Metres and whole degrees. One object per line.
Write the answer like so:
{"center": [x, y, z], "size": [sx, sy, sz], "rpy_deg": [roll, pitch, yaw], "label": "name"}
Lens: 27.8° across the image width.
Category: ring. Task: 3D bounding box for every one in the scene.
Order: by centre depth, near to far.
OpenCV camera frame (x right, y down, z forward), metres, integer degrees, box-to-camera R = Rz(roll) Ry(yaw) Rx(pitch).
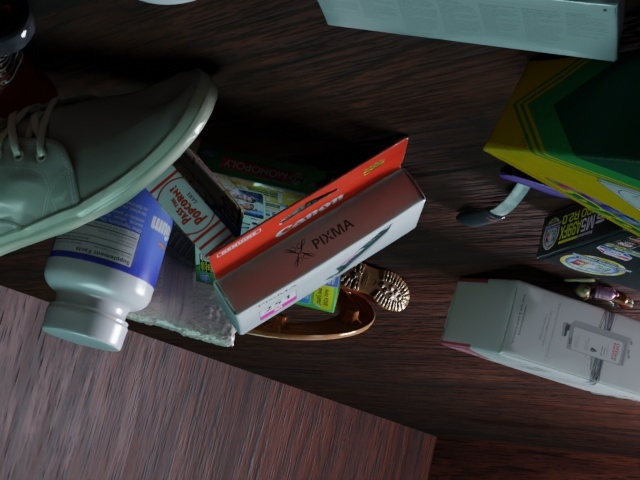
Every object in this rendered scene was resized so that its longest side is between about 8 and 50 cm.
{"center": [-0.075, 0.091, 2.125], "size": [0.337, 0.032, 0.336], "rpy_deg": [9, -165, -2], "label": "ring"}

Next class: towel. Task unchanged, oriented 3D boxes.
{"center": [-0.210, 0.049, 1.992], "size": [0.187, 0.282, 0.049], "rpy_deg": [17, 121, -12], "label": "towel"}

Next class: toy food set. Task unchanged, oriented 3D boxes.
{"center": [0.418, 0.084, 1.912], "size": [0.122, 0.019, 0.078], "rpy_deg": [23, 163, -34], "label": "toy food set"}

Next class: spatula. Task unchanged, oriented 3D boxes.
{"center": [0.224, -0.045, 1.570], "size": [0.084, 0.030, 0.296], "rpy_deg": [18, 166, -12], "label": "spatula"}

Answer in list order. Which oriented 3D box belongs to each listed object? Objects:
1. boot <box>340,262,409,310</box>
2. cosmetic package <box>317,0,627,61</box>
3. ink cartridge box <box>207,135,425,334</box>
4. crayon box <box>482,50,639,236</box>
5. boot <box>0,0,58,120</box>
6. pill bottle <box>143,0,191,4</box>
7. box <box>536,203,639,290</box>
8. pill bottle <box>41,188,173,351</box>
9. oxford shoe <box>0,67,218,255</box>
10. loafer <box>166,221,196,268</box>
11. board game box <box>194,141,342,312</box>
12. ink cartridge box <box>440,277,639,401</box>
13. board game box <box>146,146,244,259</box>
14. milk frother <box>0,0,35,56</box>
{"center": [0.073, 0.069, 2.138], "size": [0.158, 0.059, 0.085], "rpy_deg": [27, 168, -27], "label": "boot"}
{"center": [0.115, -0.199, 1.002], "size": [0.239, 0.060, 0.099], "rpy_deg": [10, 168, 15], "label": "cosmetic package"}
{"center": [0.000, 0.000, 1.553], "size": [0.060, 0.275, 0.239], "rpy_deg": [57, 171, 11], "label": "ink cartridge box"}
{"center": [0.362, -0.030, 1.091], "size": [0.363, 0.106, 0.313], "rpy_deg": [27, 177, -16], "label": "crayon box"}
{"center": [-0.347, -0.199, 1.420], "size": [0.176, 0.088, 0.244], "rpy_deg": [0, 158, 37], "label": "boot"}
{"center": [-0.123, -0.264, 0.822], "size": [0.136, 0.136, 0.245], "rpy_deg": [11, 166, 14], "label": "pill bottle"}
{"center": [0.430, 0.017, 1.549], "size": [0.270, 0.060, 0.216], "rpy_deg": [17, 165, -15], "label": "box"}
{"center": [-0.291, 0.009, 1.786], "size": [0.152, 0.272, 0.152], "rpy_deg": [13, 167, 3], "label": "pill bottle"}
{"center": [-0.317, -0.090, 1.454], "size": [0.449, 0.169, 0.130], "rpy_deg": [-22, 122, 24], "label": "oxford shoe"}
{"center": [-0.147, 0.003, 1.987], "size": [0.251, 0.094, 0.087], "rpy_deg": [31, -156, -9], "label": "loafer"}
{"center": [-0.068, -0.010, 1.798], "size": [0.214, 0.046, 0.317], "rpy_deg": [13, 150, 4], "label": "board game box"}
{"center": [0.361, 0.152, 1.997], "size": [0.283, 0.117, 0.207], "rpy_deg": [18, 173, -19], "label": "ink cartridge box"}
{"center": [-0.156, -0.060, 1.561], "size": [0.147, 0.045, 0.193], "rpy_deg": [50, -173, -10], "label": "board game box"}
{"center": [-0.347, -0.228, 1.187], "size": [0.129, 0.134, 0.143], "rpy_deg": [-22, 159, 12], "label": "milk frother"}
